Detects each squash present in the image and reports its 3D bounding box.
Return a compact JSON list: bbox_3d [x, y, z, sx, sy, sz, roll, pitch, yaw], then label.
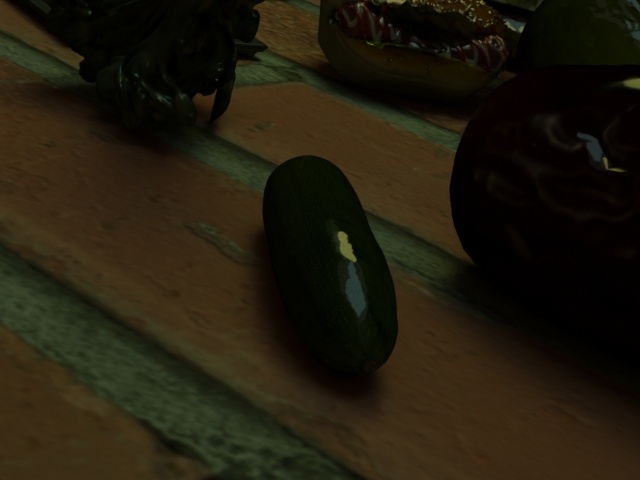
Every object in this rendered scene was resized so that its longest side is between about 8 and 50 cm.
[{"bbox_3d":[0.000,0.000,0.720,0.069,0.069,0.258,10,22,-14],"label":"squash"}]

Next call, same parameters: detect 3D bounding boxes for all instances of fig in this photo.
[{"bbox_3d":[0.320,-0.142,1.166,0.206,0.206,0.275,4,38,-27],"label":"fig"}]

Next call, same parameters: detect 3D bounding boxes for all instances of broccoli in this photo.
[{"bbox_3d":[-0.108,-0.184,0.888,0.177,0.198,0.275,30,-16,-17],"label":"broccoli"}]

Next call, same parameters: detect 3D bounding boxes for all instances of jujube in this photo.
[{"bbox_3d":[0.245,-0.012,0.757,0.318,0.223,0.223,19,21,28],"label":"jujube"}]

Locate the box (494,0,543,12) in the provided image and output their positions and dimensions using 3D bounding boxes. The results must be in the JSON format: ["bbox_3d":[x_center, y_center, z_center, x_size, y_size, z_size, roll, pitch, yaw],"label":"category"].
[{"bbox_3d":[0.303,-0.382,1.715,0.200,0.106,0.299,6,15,-43],"label":"box"}]

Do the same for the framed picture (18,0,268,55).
[{"bbox_3d":[-0.225,-0.254,1.249,0.231,0.018,0.293,-3,28,-38],"label":"framed picture"}]

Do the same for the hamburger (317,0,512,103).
[{"bbox_3d":[0.099,-0.223,1.237,0.210,0.116,0.173,9,38,-16],"label":"hamburger"}]

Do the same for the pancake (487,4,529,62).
[{"bbox_3d":[0.316,-0.276,1.611,0.426,0.067,0.305,19,20,13],"label":"pancake"}]
